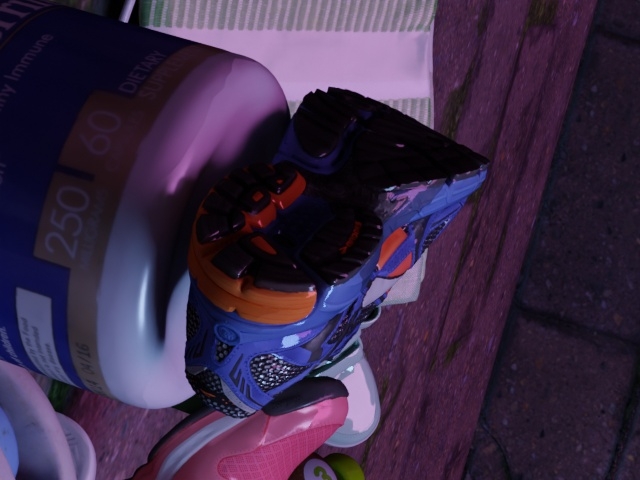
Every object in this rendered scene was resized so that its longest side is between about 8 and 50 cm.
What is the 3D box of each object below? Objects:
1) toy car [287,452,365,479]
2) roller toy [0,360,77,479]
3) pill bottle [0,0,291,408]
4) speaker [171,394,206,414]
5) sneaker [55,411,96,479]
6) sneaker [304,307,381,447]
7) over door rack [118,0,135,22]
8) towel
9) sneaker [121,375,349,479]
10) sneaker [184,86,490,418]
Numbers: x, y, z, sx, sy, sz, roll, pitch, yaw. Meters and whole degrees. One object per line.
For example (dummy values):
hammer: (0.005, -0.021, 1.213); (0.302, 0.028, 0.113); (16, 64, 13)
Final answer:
toy car: (-0.050, 0.173, 1.538); (0.155, 0.149, 0.188); (-26, 121, -54)
roller toy: (-0.223, 0.134, 0.819); (0.146, 0.191, 0.209); (-33, 138, -66)
pill bottle: (-0.158, -0.036, 0.726); (0.153, 0.264, 0.153); (16, 90, -74)
speaker: (-0.080, -0.026, 1.232); (0.131, 0.131, 0.297); (42, 67, -72)
sneaker: (-0.225, 0.250, 1.112); (0.292, 0.108, 0.169); (-60, 164, -6)
sneaker: (0.003, 0.085, 1.350); (0.094, 0.151, 0.256); (-39, 119, -19)
over door rack: (-0.167, -0.037, 0.973); (0.239, 0.108, 0.324); (-36, 141, -64)
towel: (-0.021, -0.108, 1.165); (0.248, 0.038, 0.325); (-4, 100, -34)
sneaker: (-0.087, 0.217, 1.197); (0.314, 0.136, 0.116); (-38, 164, 13)
sneaker: (0.000, 0.000, 0.698); (0.221, 0.083, 0.087); (-35, 152, -56)
